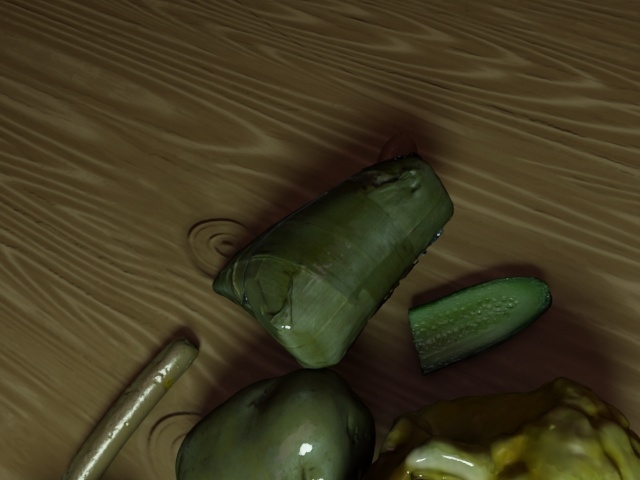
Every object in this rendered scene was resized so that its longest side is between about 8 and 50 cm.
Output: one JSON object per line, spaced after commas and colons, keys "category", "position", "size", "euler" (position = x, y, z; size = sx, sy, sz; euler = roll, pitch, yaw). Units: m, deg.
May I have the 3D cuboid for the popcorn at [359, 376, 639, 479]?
{"category": "popcorn", "position": [0.215, 0.357, 0.649], "size": [0.389, 0.344, 0.354], "euler": [-12, 59, -3]}

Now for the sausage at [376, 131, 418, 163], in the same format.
{"category": "sausage", "position": [0.098, -0.010, 0.982], "size": [0.087, 0.088, 0.433], "euler": [15, 70, 16]}

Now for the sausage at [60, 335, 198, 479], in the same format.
{"category": "sausage", "position": [-0.322, 0.291, 0.935], "size": [0.065, 0.066, 0.301], "euler": [31, 73, 22]}

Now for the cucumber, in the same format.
{"category": "cucumber", "position": [0.262, 0.134, 0.895], "size": [0.243, 0.063, 0.115], "euler": [-21, 56, 1]}

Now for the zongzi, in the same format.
{"category": "zongzi", "position": [0.000, 0.000, 0.904], "size": [0.356, 0.174, 0.393], "euler": [-44, 23, -16]}

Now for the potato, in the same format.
{"category": "potato", "position": [-0.069, 0.320, 0.763], "size": [0.326, 0.221, 0.243], "euler": [-37, 32, 17]}
